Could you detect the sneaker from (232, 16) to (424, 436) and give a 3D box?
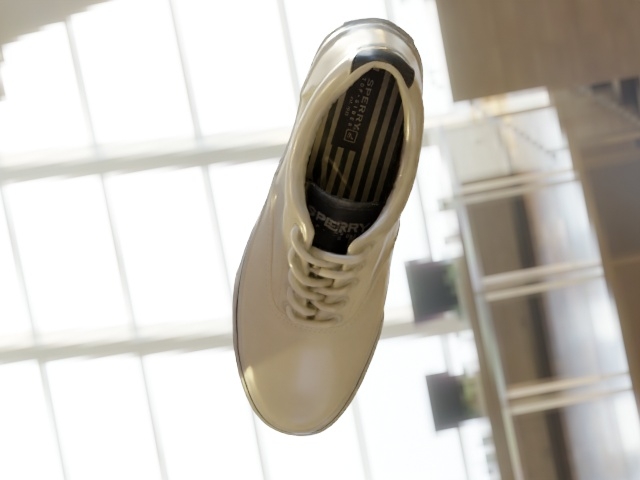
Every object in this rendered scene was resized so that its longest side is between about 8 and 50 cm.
[{"bbox_3d":[0.000,0.000,1.033,0.091,0.094,0.258,-77,-3,-74],"label":"sneaker"}]
